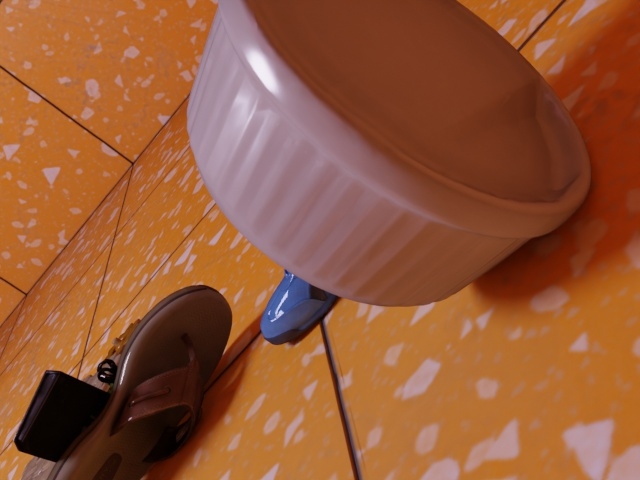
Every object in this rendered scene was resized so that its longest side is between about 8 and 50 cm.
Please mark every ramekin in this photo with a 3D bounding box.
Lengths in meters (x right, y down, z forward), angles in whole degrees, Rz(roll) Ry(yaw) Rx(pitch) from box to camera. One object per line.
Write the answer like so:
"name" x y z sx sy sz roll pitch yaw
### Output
"ramekin" 0.036 -0.075 0.585 0.127 0.272 0.273 -54 16 34

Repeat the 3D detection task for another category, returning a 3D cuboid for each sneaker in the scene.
"sneaker" 0.000 0.000 0.782 0.209 0.082 0.069 -50 22 12

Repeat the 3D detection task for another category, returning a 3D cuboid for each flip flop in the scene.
"flip flop" -0.163 0.172 0.841 0.080 0.112 0.277 17 66 41

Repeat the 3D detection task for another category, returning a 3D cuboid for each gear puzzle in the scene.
"gear puzzle" -0.307 0.239 1.123 0.175 0.044 0.339 -37 22 40

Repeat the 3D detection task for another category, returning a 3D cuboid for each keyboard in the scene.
"keyboard" -0.221 0.173 0.862 0.023 0.180 0.108 19 75 29
